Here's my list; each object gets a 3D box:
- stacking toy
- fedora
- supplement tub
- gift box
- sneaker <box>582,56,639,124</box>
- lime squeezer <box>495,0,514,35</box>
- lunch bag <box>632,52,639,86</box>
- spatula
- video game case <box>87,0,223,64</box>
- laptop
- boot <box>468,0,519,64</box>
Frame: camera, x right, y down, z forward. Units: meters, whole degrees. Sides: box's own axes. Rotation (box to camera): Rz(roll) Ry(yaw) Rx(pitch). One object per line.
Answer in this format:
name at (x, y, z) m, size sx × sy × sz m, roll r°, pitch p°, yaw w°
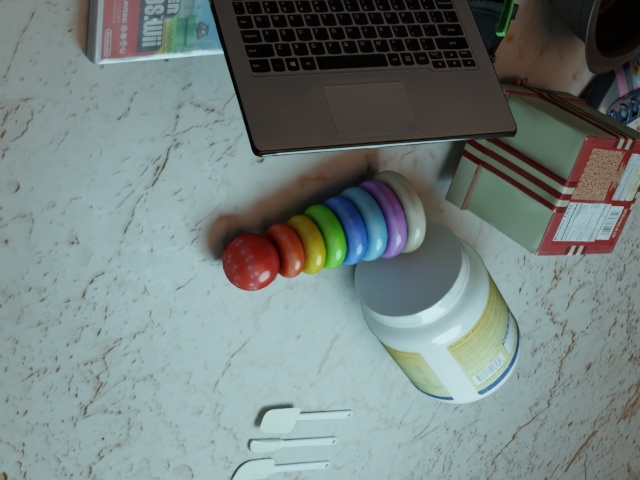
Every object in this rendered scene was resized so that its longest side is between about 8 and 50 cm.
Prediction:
stacking toy at (0.000, 0.000, 1.712) m, size 0.330 × 0.141 × 0.141 m, roll -21°, pitch 130°, yaw -25°
fedora at (0.489, -0.421, 1.846) m, size 0.275 × 0.124 × 0.244 m, roll -33°, pitch 137°, yaw -29°
supplement tub at (0.207, 0.127, 1.905) m, size 0.228 × 0.228 × 0.316 m, roll -45°, pitch 138°, yaw -7°
gift box at (0.397, -0.119, 1.877) m, size 0.276 × 0.258 × 0.255 m, roll 5°, pitch 115°, yaw -44°
sneaker at (0.614, -0.285, 2.048) m, size 0.319 × 0.131 × 0.112 m, roll -45°, pitch 140°, yaw -7°
lime squeezer at (0.301, -0.471, 1.655) m, size 0.110 × 0.058 × 0.310 m, roll -31°, pitch 121°, yaw -70°
lunch bag at (0.725, -0.373, 1.973) m, size 0.303 × 0.243 × 0.115 m, roll -63°, pitch -178°, yaw -12°
spatula at (-0.041, 0.377, 2.020) m, size 0.242 × 0.019 × 0.168 m, roll 7°, pitch 112°, yaw -44°
video game case at (-0.164, -0.337, 1.403) m, size 0.285 × 0.025 × 0.204 m, roll -13°, pitch 126°, yaw -36°
laptop at (0.071, -0.348, 1.361) m, size 0.382 × 0.408 × 0.236 m, roll -7°, pitch 156°, yaw -23°
boot at (0.204, -0.291, 1.707) m, size 0.246 × 0.094 × 0.207 m, roll -4°, pitch 117°, yaw -47°
